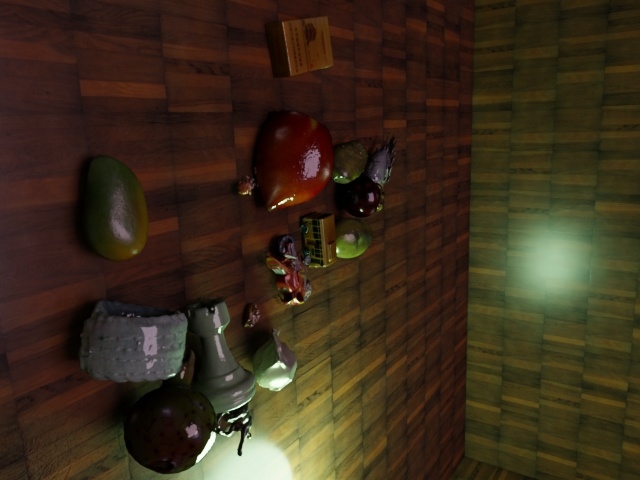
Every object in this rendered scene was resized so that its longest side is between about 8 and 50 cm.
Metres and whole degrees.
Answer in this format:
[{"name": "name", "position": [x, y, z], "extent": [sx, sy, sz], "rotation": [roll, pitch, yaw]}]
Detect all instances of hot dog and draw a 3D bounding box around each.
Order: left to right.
[{"name": "hot dog", "position": [-0.228, 0.250, 1.769], "extent": [0.058, 0.035, 0.083], "rotation": [29, 71, -58]}]

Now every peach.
[{"name": "peach", "position": [-0.072, -0.258, 1.765], "extent": [0.258, 0.201, 0.361], "rotation": [42, 58, -52]}]

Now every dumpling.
[{"name": "dumpling", "position": [-0.156, 0.402, 1.814], "extent": [0.193, 0.147, 0.258], "rotation": [-99, -168, -47]}]

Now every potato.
[{"name": "potato", "position": [0.100, -0.306, 2.093], "extent": [0.149, 0.113, 0.251], "rotation": [43, 52, -7]}, {"name": "potato", "position": [0.111, -0.014, 2.150], "extent": [0.248, 0.144, 0.169], "rotation": [-11, 108, -47]}]

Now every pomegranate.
[{"name": "pomegranate", "position": [-0.402, 0.452, 1.404], "extent": [0.242, 0.306, 0.242], "rotation": [-17, 140, -15]}]

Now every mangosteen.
[{"name": "mangosteen", "position": [0.176, -0.182, 2.173], "extent": [0.200, 0.200, 0.199], "rotation": [-13, 106, -55]}]

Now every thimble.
[{"name": "thimble", "position": [-0.447, 0.238, 1.284], "extent": [0.250, 0.205, 0.171], "rotation": [10, 87, -39]}]

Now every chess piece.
[{"name": "chess piece", "position": [-0.305, 0.325, 1.549], "extent": [0.195, 0.195, 0.298], "rotation": [-22, 104, -53]}]

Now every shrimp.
[{"name": "shrimp", "position": [0.263, -0.332, 2.348], "extent": [0.145, 0.117, 0.343], "rotation": [45, 65, -50]}]

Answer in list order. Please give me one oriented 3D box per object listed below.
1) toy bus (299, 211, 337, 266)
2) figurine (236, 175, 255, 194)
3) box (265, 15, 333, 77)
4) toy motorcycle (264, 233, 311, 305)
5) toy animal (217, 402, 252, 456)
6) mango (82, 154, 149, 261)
[{"name": "toy bus", "position": [0.000, 0.000, 2.002], "extent": [0.098, 0.114, 0.200], "rotation": [-26, 116, -51]}, {"name": "figurine", "position": [-0.233, -0.172, 1.690], "extent": [0.109, 0.047, 0.064], "rotation": [-56, 135, -67]}, {"name": "box", "position": [-0.065, -0.668, 1.835], "extent": [0.274, 0.076, 0.174], "rotation": [-36, 125, -49]}, {"name": "toy motorcycle", "position": [-0.103, 0.123, 1.887], "extent": [0.171, 0.089, 0.298], "rotation": [-52, 135, -37]}, {"name": "toy animal", "position": [-0.264, 0.574, 1.724], "extent": [0.148, 0.085, 0.232], "rotation": [-41, 124, -47]}, {"name": "mango", "position": [-0.488, -0.074, 1.266], "extent": [0.156, 0.114, 0.250], "rotation": [-7, 89, -46]}]
